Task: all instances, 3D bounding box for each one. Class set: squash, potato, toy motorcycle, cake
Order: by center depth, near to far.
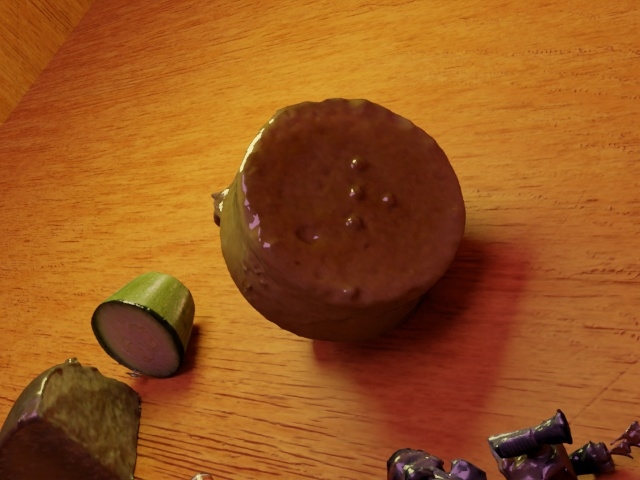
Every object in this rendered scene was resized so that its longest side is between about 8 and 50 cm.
[{"bbox_3d":[0.191,0.265,0.970,0.401,0.134,0.207,-33,42,18],"label":"toy motorcycle"},{"bbox_3d":[0.008,0.003,1.349,0.332,0.332,0.321,-65,2,-28],"label":"cake"},{"bbox_3d":[-0.420,0.290,1.459,0.189,0.264,0.211,-22,44,14],"label":"potato"},{"bbox_3d":[-0.285,0.136,1.579,0.170,0.170,0.123,-20,25,30],"label":"squash"}]

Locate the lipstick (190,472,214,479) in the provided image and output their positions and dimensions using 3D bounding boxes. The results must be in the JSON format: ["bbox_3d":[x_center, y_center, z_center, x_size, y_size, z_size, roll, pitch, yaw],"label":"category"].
[{"bbox_3d":[-0.144,0.369,1.279,0.038,0.038,0.131,-42,34,2],"label":"lipstick"}]
